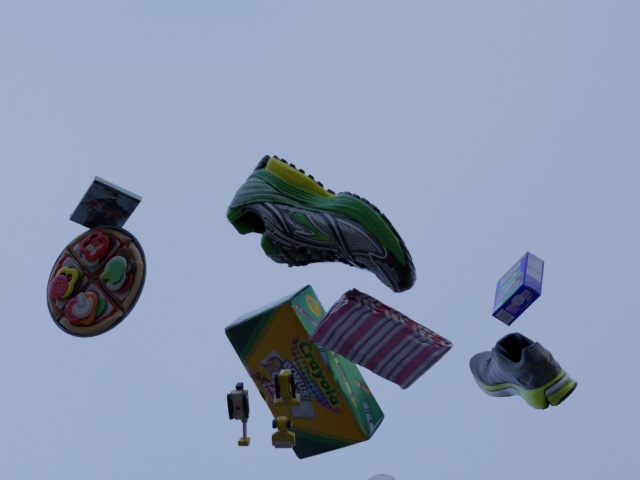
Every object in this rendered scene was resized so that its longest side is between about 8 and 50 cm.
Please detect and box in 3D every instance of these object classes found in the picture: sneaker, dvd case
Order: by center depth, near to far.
[{"bbox_3d":[0.000,0.000,1.166,0.146,0.343,0.134,-52,-32,-18],"label":"sneaker"},{"bbox_3d":[-0.375,-0.056,1.300,0.087,0.013,0.119,27,-50,-24],"label":"dvd case"},{"bbox_3d":[0.375,0.234,1.450,0.111,0.300,0.121,-31,-84,-18],"label":"sneaker"}]

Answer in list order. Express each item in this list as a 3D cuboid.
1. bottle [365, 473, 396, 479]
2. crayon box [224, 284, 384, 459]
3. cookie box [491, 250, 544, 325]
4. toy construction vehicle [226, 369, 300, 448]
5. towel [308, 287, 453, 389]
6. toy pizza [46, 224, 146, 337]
[{"bbox_3d":[0.137,0.382,0.865,0.118,0.092,0.283,-48,-65,-22],"label":"bottle"},{"bbox_3d":[-0.028,0.236,1.321,0.165,0.081,0.279,-26,-84,34],"label":"crayon box"},{"bbox_3d":[0.349,0.084,1.316,0.040,0.107,0.092,33,-54,-3],"label":"cookie box"},{"bbox_3d":[-0.066,0.201,0.896,0.085,0.035,0.098,-5,-75,4],"label":"toy construction vehicle"},{"bbox_3d":[0.094,0.165,1.200,0.197,0.029,0.144,29,-48,-8],"label":"towel"},{"bbox_3d":[-0.388,0.065,1.268,0.201,0.201,0.032,-33,-29,6],"label":"toy pizza"}]
